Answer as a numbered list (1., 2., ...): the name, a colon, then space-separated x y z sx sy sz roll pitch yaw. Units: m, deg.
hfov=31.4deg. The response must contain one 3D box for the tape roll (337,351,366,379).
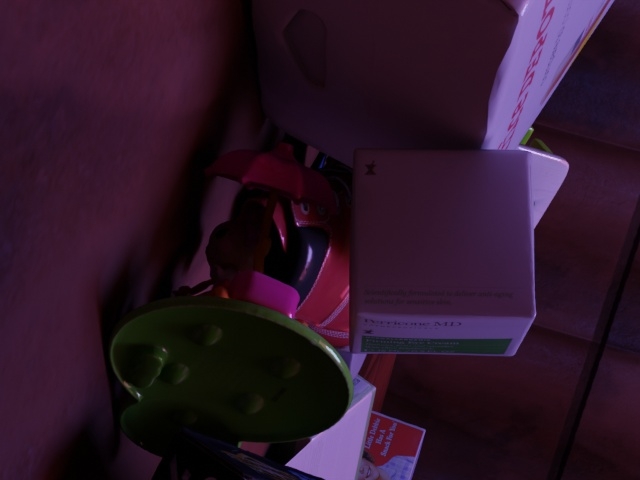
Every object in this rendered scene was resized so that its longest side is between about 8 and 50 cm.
1. tape roll: 0.033 0.036 1.217 0.219 0.072 0.219 17 90 -80

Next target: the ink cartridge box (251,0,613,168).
1. ink cartridge box: 0.131 -0.236 0.702 0.385 0.160 0.279 -54 167 -17

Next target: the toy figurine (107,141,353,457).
1. toy figurine: -0.044 0.024 0.654 0.173 0.130 0.159 -51 -159 47

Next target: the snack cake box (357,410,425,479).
1. snack cake box: 0.044 0.360 1.631 0.264 0.152 0.089 -61 165 -53

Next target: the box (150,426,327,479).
1. box: -0.035 0.286 0.664 0.295 0.073 0.293 32 82 -46

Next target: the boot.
1. boot: 0.020 -0.048 0.843 0.176 0.088 0.244 31 76 -56

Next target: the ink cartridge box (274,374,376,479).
1. ink cartridge box: -0.035 0.273 1.310 0.235 0.056 0.171 -32 144 -39

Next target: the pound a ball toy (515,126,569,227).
1. pound a ball toy: 0.134 -0.028 1.380 0.319 0.135 0.208 -62 -151 26

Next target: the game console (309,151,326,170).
1. game console: 0.000 0.000 0.938 0.071 0.107 0.122 -30 -160 36

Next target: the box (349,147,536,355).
1. box: 0.067 0.008 0.650 0.087 0.101 0.102 88 3 -69
